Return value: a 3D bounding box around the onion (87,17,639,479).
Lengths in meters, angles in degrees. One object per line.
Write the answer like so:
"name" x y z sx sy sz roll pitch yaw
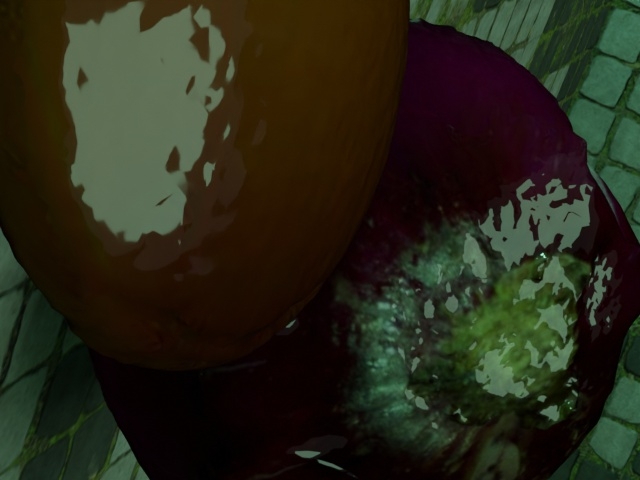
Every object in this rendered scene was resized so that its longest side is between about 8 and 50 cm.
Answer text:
"onion" 0.000 0.000 1.255 0.398 0.420 0.398 -12 126 -16

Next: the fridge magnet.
"fridge magnet" -0.061 -0.113 0.892 0.363 0.155 0.364 -20 114 -57
